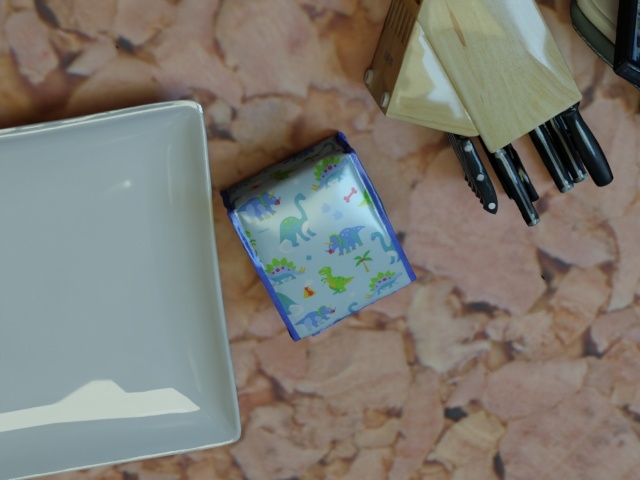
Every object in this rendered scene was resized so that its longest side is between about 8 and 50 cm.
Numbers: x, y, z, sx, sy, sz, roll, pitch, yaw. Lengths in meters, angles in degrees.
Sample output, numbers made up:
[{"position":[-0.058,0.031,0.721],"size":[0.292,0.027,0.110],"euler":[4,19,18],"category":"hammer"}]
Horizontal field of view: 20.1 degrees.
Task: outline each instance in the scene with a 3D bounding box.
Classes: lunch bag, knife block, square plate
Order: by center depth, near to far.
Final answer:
[{"position":[0.175,-0.156,1.579],"size":[0.242,0.088,0.276],"euler":[11,111,-17],"category":"knife block"},{"position":[-0.258,0.053,1.606],"size":[0.344,0.049,0.347],"euler":[-9,116,-8],"category":"square plate"},{"position":[0.000,0.000,1.609],"size":[0.129,0.096,0.151],"euler":[-27,107,1],"category":"lunch bag"}]

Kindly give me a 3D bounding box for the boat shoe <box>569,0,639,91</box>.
[{"position":[0.334,-0.114,1.617],"size":[0.319,0.116,0.099],"euler":[34,133,-14],"category":"boat shoe"}]

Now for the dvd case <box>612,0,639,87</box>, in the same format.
[{"position":[0.364,-0.164,1.578],"size":[0.253,0.180,0.022],"euler":[26,144,-21],"category":"dvd case"}]
